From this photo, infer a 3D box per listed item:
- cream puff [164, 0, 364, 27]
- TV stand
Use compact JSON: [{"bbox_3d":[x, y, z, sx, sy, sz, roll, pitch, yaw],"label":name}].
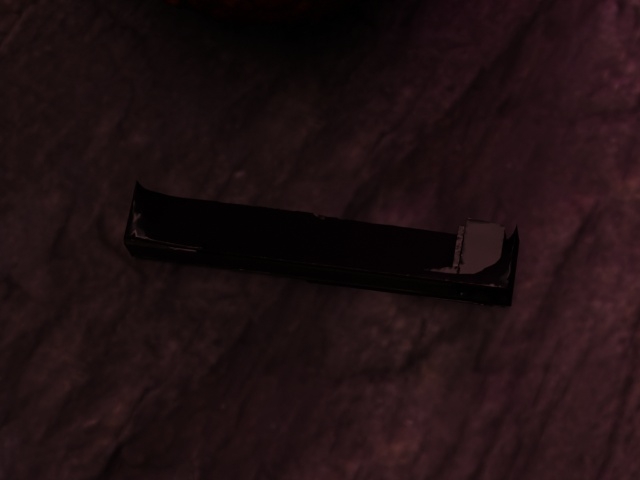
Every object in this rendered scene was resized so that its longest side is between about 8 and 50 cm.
[{"bbox_3d":[-0.035,-0.274,1.263,0.350,0.229,0.350,1,49,-1],"label":"cream puff"},{"bbox_3d":[0.000,0.000,1.263,0.256,0.040,0.049,8,72,11],"label":"TV stand"}]
